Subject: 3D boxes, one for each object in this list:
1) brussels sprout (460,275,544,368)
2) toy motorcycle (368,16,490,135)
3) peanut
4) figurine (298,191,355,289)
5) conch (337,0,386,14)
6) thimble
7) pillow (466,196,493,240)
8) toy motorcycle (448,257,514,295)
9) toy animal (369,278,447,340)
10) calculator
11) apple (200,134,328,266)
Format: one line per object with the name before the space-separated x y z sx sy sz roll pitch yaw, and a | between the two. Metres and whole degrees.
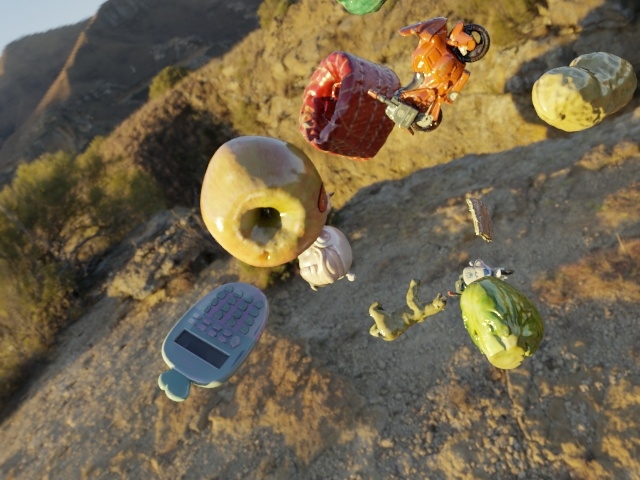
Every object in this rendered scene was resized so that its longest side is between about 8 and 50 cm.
brussels sprout | 0.420 0.182 1.293 0.161 0.223 0.223 -34 21 16
toy motorcycle | 0.271 -0.441 1.447 0.325 0.221 0.147 -59 0 33
peanut | 0.560 -0.316 1.175 0.306 0.146 0.147 -30 17 -32
figurine | 0.001 -0.002 2.129 0.211 0.360 0.253 -12 -10 -7
conch | 0.060 -0.528 0.978 0.134 0.203 0.196 -172 100 -76
thimble | 0.097 -0.462 1.918 0.350 0.231 0.349 -30 54 54
pillow | 0.500 -0.062 1.712 0.043 0.126 0.232 -13 -10 23
toy motorcycle | 0.502 0.126 1.764 0.150 0.102 0.221 0 -20 -17
toy animal | 0.226 0.192 1.448 0.219 0.103 0.101 -31 37 0
calculator | -0.231 0.212 1.191 0.186 0.041 0.298 23 59 24
apple | -0.175 -0.130 1.689 0.392 0.391 0.346 -32 28 4
